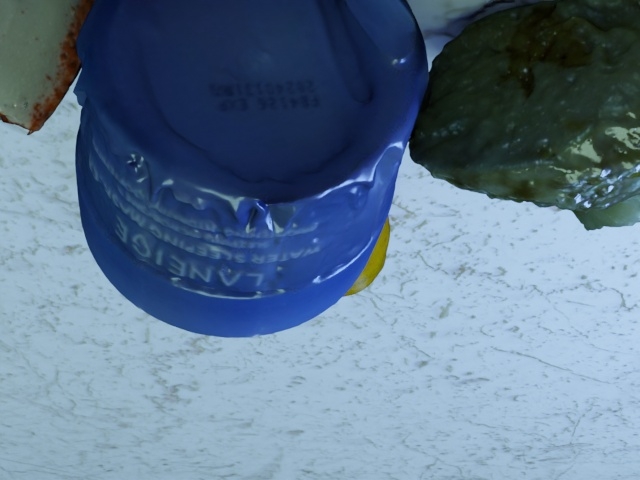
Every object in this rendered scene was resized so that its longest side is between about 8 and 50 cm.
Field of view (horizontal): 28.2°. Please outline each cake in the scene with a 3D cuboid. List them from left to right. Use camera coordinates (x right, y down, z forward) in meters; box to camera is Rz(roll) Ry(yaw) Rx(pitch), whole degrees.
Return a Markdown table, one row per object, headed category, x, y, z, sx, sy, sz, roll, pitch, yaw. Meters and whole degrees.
| category | x | y | z | sx | sy | sz | roll | pitch | yaw |
| --- | --- | --- | --- | --- | --- | --- | --- | --- | --- |
| cake | -0.285 | -0.205 | 0.957 | 0.262 | 0.160 | 0.158 | 26 | 172 | 47 |

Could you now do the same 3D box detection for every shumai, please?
| category | x | y | z | sx | sy | sz | roll | pitch | yaw |
| --- | --- | --- | --- | --- | --- | --- | --- | --- | --- |
| shumai | 0.210 | -0.078 | 0.976 | 0.255 | 0.189 | 0.218 | -8 | 149 | 34 |

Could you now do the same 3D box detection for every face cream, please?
| category | x | y | z | sx | sy | sz | roll | pitch | yaw |
| --- | --- | --- | --- | --- | --- | --- | --- | --- | --- |
| face cream | -0.059 | -0.082 | 0.944 | 0.249 | 0.249 | 0.225 | 7 | 150 | -4 |

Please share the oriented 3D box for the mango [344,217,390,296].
| category | x | y | z | sx | sy | sz | roll | pitch | yaw |
| --- | --- | --- | --- | --- | --- | --- | --- | --- | --- |
| mango | 0.000 | 0.000 | 1.240 | 0.144 | 0.112 | 0.219 | -5 | 156 | 13 |
